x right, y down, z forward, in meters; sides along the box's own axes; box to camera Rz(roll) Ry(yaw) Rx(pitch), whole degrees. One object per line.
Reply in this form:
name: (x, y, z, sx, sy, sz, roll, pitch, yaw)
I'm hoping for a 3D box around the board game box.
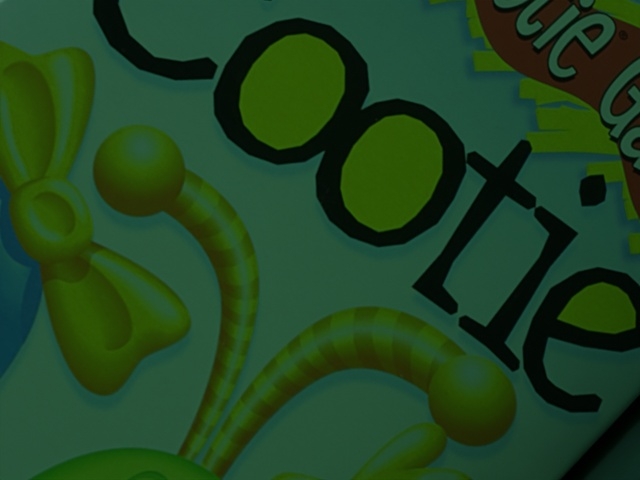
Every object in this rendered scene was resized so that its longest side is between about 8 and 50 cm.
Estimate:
board game box: (-0.047, 0.032, 0.383, 0.275, 0.144, 0.142, -43, 3, -22)
